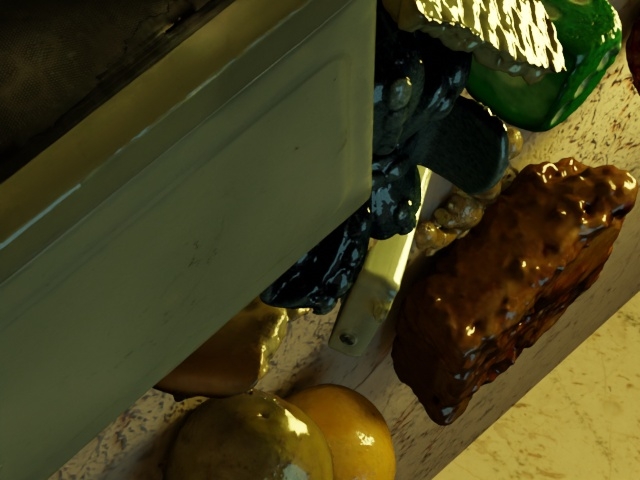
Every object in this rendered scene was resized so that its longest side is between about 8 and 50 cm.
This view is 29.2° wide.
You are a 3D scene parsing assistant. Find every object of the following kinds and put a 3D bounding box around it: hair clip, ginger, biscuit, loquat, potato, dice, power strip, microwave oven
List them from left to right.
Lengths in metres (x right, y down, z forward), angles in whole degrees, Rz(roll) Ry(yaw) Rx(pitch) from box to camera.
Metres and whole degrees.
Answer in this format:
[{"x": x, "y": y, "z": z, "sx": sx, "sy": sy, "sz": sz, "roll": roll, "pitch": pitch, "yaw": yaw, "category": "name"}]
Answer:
[{"x": -0.167, "y": -0.039, "z": 0.651, "sx": 0.355, "sy": 0.218, "sz": 0.286, "roll": -42, "pitch": 161, "yaw": -15, "category": "microwave oven"}, {"x": -0.088, "y": 0.293, "z": 1.491, "sx": 0.229, "sy": 0.229, "sz": 0.266, "roll": -21, "pitch": 138, "yaw": -51, "category": "potato"}, {"x": -0.064, "y": 0.045, "z": 1.142, "sx": 0.299, "sy": 0.154, "sz": 0.045, "roll": -48, "pitch": 139, "yaw": -47, "category": "biscuit"}, {"x": 0.008, "y": 0.304, "z": 1.702, "sx": 0.208, "sy": 0.208, "sz": 0.208, "roll": -40, "pitch": 160, "yaw": -18, "category": "loquat"}, {"x": 0.023, "y": -0.093, "z": 1.020, "sx": 0.206, "sy": 0.194, "sz": 0.310, "roll": -22, "pitch": 150, "yaw": -30, "category": "hair clip"}, {"x": 0.066, "y": 0.007, "z": 1.308, "sx": 0.270, "sy": 0.046, "sz": 0.118, "roll": -70, "pitch": -176, "yaw": -48, "category": "power strip"}, {"x": 0.102, "y": -0.218, "z": 0.942, "sx": 0.036, "sy": 0.187, "sz": 0.273, "roll": -23, "pitch": 162, "yaw": 30, "category": "biscuit"}, {"x": 0.192, "y": -0.062, "z": 1.605, "sx": 0.193, "sy": 0.052, "sz": 0.176, "roll": -40, "pitch": 161, "yaw": 4, "category": "ginger"}, {"x": 0.276, "y": 0.067, "z": 1.847, "sx": 0.395, "sy": 0.166, "sz": 0.343, "roll": -41, "pitch": 158, "yaw": -19, "category": "biscuit"}, {"x": 0.229, "y": -0.202, "z": 1.285, "sx": 0.120, "sy": 0.131, "sz": 0.128, "roll": -35, "pitch": 157, "yaw": -36, "category": "dice"}]

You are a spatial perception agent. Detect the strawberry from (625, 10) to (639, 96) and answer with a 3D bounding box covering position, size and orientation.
[{"x": 0.492, "y": -0.286, "z": 1.654, "sx": 0.280, "sy": 0.150, "sz": 0.254, "roll": -2, "pitch": 112, "yaw": -61, "category": "strawberry"}]
